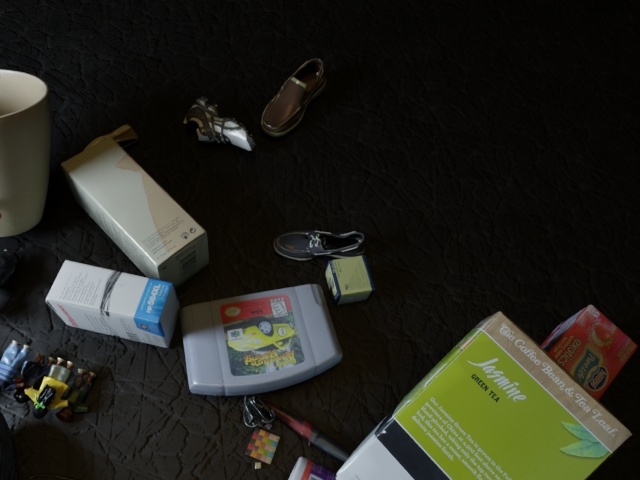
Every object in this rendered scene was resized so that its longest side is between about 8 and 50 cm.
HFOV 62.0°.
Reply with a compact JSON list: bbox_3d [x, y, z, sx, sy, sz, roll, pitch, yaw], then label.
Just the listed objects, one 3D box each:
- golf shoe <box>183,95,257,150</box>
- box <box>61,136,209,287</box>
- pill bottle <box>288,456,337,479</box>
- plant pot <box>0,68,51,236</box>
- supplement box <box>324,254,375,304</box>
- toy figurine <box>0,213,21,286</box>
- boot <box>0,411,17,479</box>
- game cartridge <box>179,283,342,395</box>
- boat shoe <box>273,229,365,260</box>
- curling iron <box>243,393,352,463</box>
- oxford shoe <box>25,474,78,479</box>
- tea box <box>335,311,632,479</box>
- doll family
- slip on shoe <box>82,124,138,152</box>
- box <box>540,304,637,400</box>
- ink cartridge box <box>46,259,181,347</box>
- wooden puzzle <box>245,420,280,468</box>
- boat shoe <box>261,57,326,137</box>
[{"bbox_3d":[-0.243,-0.258,1.284,0.198,0.077,0.094,36,76,16],"label":"golf shoe"},{"bbox_3d":[-0.378,-0.052,1.098,0.311,0.148,0.121,43,63,14],"label":"box"},{"bbox_3d":[0.029,0.457,0.896,0.193,0.108,0.108,25,60,5],"label":"pill bottle"},{"bbox_3d":[-0.635,-0.153,1.025,0.256,0.274,0.256,4,37,-3],"label":"plant pot"},{"bbox_3d":[0.062,0.085,1.139,0.083,0.056,0.083,-8,63,-14],"label":"supplement box"},{"bbox_3d":[-0.688,0.024,0.966,0.209,0.213,0.148,15,50,-1],"label":"toy figurine"},{"bbox_3d":[-0.702,0.472,0.767,0.445,0.146,0.367,-12,62,-10],"label":"boot"},{"bbox_3d":[-0.114,0.194,1.037,0.294,0.060,0.196,-9,57,-14],"label":"game cartridge"},{"bbox_3d":[0.000,0.000,1.172,0.206,0.065,0.075,3,61,-7],"label":"boat shoe"},{"bbox_3d":[-0.025,0.363,0.978,0.274,0.035,0.068,28,34,5],"label":"curling iron"},{"bbox_3d":[-0.387,0.438,0.850,0.227,0.096,0.083,23,62,6],"label":"oxford shoe"},{"bbox_3d":[0.234,0.302,0.827,0.323,0.329,0.220,-45,74,1],"label":"tea box"},{"bbox_3d":[-0.506,0.258,0.945,0.193,0.076,0.111,19,62,3],"label":"doll family"},{"bbox_3d":[-0.485,-0.218,1.232,0.041,0.051,0.135,47,58,4],"label":"slip on shoe"},{"bbox_3d":[0.489,0.266,1.063,0.257,0.128,0.122,-37,72,-25],"label":"box"},{"bbox_3d":[-0.378,0.121,0.997,0.203,0.148,0.086,14,61,-1],"label":"ink cartridge box"},{"bbox_3d":[-0.106,0.376,0.978,0.049,0.006,0.083,21,60,3],"label":"wooden puzzle"},{"bbox_3d":[-0.069,-0.373,1.353,0.095,0.095,0.257,27,61,7],"label":"boat shoe"}]
